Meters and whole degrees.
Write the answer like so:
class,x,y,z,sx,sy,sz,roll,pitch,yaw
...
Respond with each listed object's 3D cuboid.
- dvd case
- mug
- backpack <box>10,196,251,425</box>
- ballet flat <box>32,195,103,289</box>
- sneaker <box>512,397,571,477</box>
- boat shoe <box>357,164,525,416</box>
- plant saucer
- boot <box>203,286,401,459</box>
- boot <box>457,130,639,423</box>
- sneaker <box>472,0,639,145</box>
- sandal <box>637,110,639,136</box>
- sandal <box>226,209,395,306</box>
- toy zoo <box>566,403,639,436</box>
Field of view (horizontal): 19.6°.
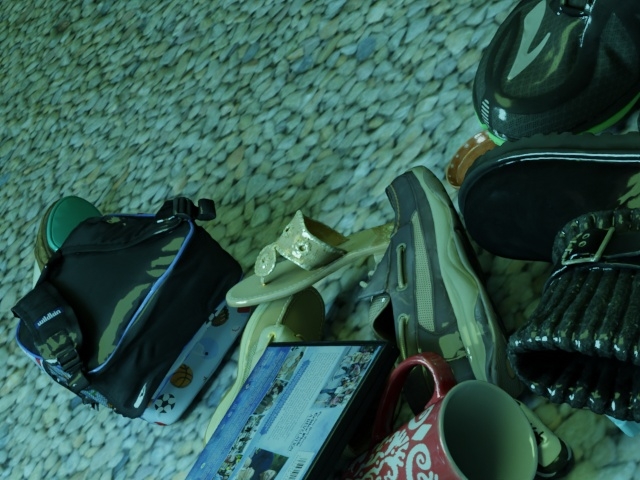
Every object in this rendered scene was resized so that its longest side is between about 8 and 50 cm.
class,x,y,z,sx,sy,sz,roll,pitch,yaw
dvd case,-0.032,0.176,1.808,0.180,0.022,0.253,-58,21,-19
mug,0.105,0.197,1.719,0.169,0.113,0.150,-38,42,45
backpack,-0.234,0.084,2.230,0.263,0.213,0.276,17,62,50
ballet flat,-0.338,0.066,2.516,0.124,0.116,0.342,-59,29,21
sneaker,0.193,0.181,1.712,0.040,0.044,0.109,-46,31,0
boat shoe,0.100,0.046,1.879,0.130,0.132,0.355,-23,33,5
plant saucer,0.178,-0.089,2.085,0.083,0.013,0.083,-33,32,24
boot,0.001,0.137,1.972,0.203,0.095,0.262,-15,35,38
boot,0.226,0.033,1.690,0.348,0.131,0.260,-7,49,49
sneaker,0.322,-0.299,1.920,0.483,0.202,0.185,-49,59,1
sandal,0.467,-0.112,1.485,0.446,0.107,0.167,1,28,27
sandal,-0.001,-0.002,2.054,0.240,0.079,0.088,-16,22,2
toy zoo,0.322,0.053,1.705,0.192,0.030,0.293,-14,44,45
